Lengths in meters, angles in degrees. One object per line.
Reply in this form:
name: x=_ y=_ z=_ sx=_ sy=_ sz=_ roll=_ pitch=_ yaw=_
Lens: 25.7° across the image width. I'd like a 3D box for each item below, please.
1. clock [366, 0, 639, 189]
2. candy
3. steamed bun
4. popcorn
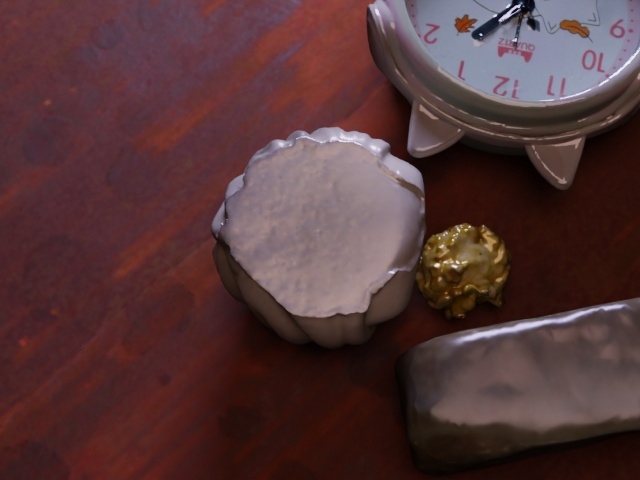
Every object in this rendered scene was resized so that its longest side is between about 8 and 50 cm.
clock: x=0.169 y=-0.197 z=1.202 sx=0.265 sy=0.108 sz=0.324 roll=14 pitch=70 yaw=3
candy: x=0.177 y=0.114 z=1.086 sx=0.234 sy=0.102 sz=0.104 roll=-9 pitch=70 yaw=-5
steamed bun: x=0.000 y=0.000 z=1.127 sx=0.183 sy=0.106 sz=0.183 roll=-1 pitch=69 yaw=3
popcorn: x=0.118 y=0.025 z=1.140 sx=0.083 sy=0.057 sz=0.082 roll=44 pitch=62 yaw=-11
